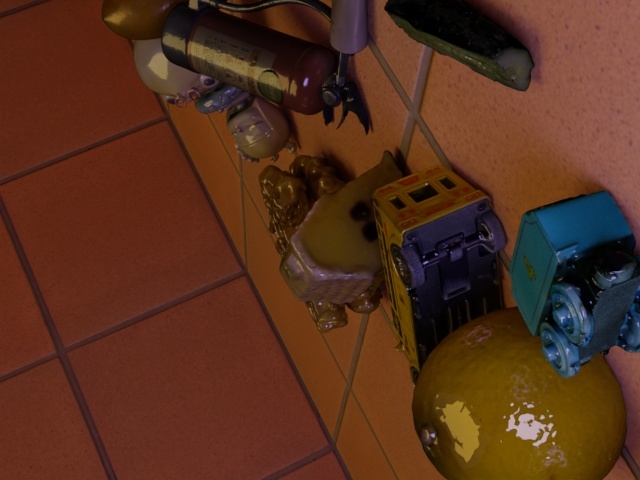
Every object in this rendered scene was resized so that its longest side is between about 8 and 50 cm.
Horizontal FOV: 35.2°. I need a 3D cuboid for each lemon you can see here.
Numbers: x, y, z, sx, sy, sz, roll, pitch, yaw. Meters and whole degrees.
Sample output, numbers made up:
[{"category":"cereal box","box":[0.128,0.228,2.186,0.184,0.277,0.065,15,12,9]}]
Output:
[{"category":"lemon","box":[0.221,0.205,1.199,0.240,0.219,0.240,161,90,-77]}]

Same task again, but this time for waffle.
[{"category":"waffle","box":[0.000,0.000,1.904,0.261,0.151,0.324,-144,36,-75]}]

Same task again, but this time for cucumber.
[{"category":"cucumber","box":[0.156,-0.227,1.079,0.078,0.062,0.211,33,-176,-39]}]

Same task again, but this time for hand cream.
[{"category":"hand cream","box":[0.040,-0.333,1.379,0.186,0.054,0.087,90,159,-46]}]

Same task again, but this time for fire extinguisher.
[{"category":"fire extinguisher","box":[-0.085,-0.300,1.601,0.376,0.113,0.200,25,155,23]}]

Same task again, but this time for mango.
[{"category":"mango","box":[-0.254,-0.471,1.793,0.211,0.317,0.173,16,147,35]}]

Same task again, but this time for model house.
[{"category":"model house","box":[0.036,-0.002,1.551,0.175,0.234,0.193,64,165,9]}]

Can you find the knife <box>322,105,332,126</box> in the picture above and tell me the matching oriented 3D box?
[{"category":"knife","box":[0.012,-0.236,1.729,0.121,0.018,0.031,84,160,-59]}]

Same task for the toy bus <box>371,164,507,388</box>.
[{"category":"toy bus","box":[0.162,0.072,1.373,0.152,0.144,0.330,51,159,50]}]

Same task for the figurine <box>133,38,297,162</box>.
[{"category":"figurine","box":[-0.181,-0.320,2.017,0.226,0.274,0.394,-19,123,41]}]

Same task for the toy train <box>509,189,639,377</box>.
[{"category":"toy train","box":[0.261,0.044,1.018,0.198,0.107,0.154,86,164,-57]}]
